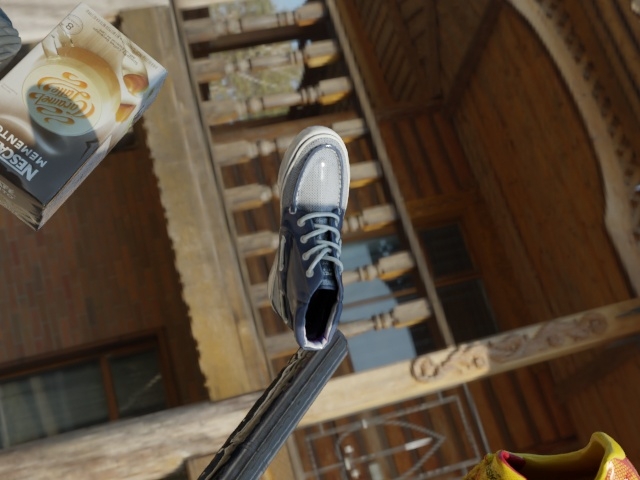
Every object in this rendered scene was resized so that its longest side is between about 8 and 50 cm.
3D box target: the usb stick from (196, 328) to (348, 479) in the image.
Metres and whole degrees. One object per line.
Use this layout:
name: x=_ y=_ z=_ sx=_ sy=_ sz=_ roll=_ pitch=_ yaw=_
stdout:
usb stick: x=-0.055 y=0.196 z=0.916 sx=0.045 sy=0.278 sz=0.077 roll=48 pitch=-44 yaw=-9

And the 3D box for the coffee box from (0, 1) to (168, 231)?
coffee box: x=-0.324 y=-0.155 z=1.059 sx=0.141 sy=0.246 sz=0.098 roll=38 pitch=-27 yaw=-9

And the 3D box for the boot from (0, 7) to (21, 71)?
boot: x=-0.422 y=-0.095 z=0.703 sx=0.222 sy=0.338 sz=0.118 roll=-39 pitch=-100 yaw=34

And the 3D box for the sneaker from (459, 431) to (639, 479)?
sneaker: x=0.091 y=0.153 z=0.483 sx=0.064 sy=0.175 sz=0.067 roll=-77 pitch=142 yaw=-73

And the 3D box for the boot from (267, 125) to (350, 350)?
boot: x=0.000 y=0.000 z=0.756 sx=0.086 sy=0.069 sz=0.190 roll=-129 pitch=-138 yaw=-56
